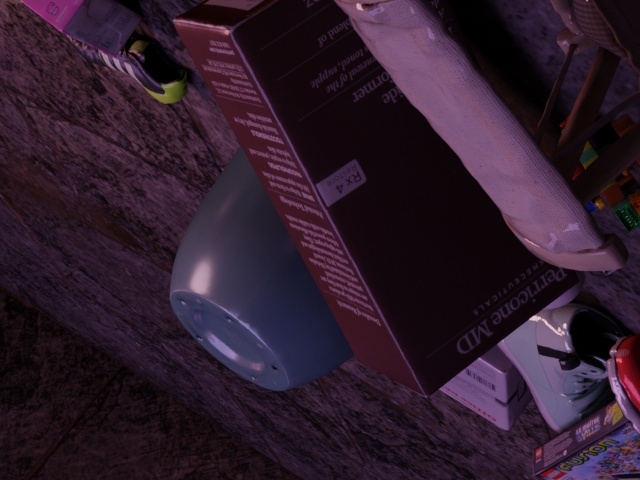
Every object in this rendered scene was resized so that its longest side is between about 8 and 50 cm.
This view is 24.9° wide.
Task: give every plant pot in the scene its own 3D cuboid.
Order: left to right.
[{"bbox_3d":[-0.042,0.040,1.775,0.293,0.235,0.293,32,156,16],"label":"plant pot"}]

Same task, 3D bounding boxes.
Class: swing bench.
[{"bbox_3d":[0.137,-0.158,0.937,0.253,0.254,0.165,49,160,-29],"label":"swing bench"}]

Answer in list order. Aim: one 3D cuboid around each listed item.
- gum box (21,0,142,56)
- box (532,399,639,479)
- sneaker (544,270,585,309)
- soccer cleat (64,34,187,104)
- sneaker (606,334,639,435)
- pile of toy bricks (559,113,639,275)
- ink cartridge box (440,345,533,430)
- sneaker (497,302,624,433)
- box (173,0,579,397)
[{"bbox_3d":[-0.292,-0.283,1.705,0.107,0.062,0.188,37,-175,11],"label":"gum box"},{"bbox_3d":[0.347,0.233,1.653,0.114,0.036,0.207,19,145,-20],"label":"box"},{"bbox_3d":[0.128,-0.034,1.529,0.292,0.108,0.169,13,148,35],"label":"sneaker"},{"bbox_3d":[-0.243,-0.239,1.829,0.179,0.060,0.072,32,152,2],"label":"soccer cleat"},{"bbox_3d":[0.424,0.183,1.515,0.279,0.107,0.118,39,144,-9],"label":"sneaker"},{"bbox_3d":[0.242,-0.061,1.262,0.105,0.118,0.212,61,-170,26],"label":"pile of toy bricks"},{"bbox_3d":[0.196,0.137,1.822,0.148,0.086,0.203,32,162,21],"label":"ink cartridge box"},{"bbox_3d":[0.313,0.164,1.645,0.256,0.094,0.151,46,159,-25],"label":"sneaker"},{"bbox_3d":[0.054,-0.074,1.270,0.143,0.191,0.381,25,147,61],"label":"box"}]
